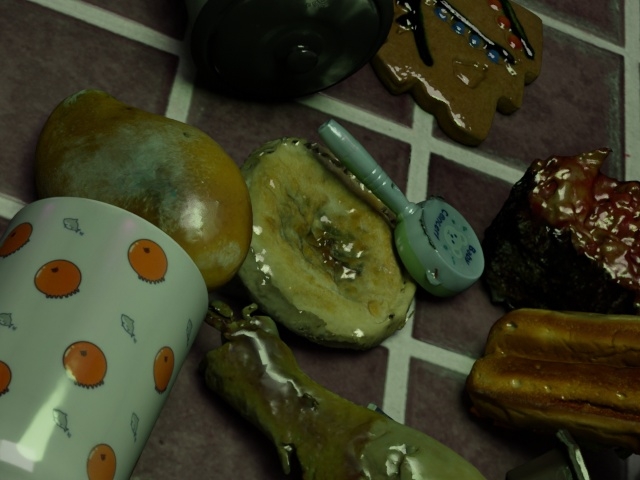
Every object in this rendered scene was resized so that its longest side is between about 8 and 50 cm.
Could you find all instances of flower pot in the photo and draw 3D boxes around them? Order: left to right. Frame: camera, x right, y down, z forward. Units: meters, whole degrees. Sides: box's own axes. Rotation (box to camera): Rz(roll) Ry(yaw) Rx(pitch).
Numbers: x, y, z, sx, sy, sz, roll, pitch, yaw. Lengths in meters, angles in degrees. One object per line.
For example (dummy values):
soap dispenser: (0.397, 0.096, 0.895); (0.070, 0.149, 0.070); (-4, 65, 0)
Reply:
flower pot: (0.249, 0.333, 1.573); (0.084, 0.179, 0.251); (-13, 62, -3)

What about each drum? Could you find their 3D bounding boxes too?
drum: (0.100, -0.048, 1.777); (0.253, 0.049, 0.130); (55, 32, -1)

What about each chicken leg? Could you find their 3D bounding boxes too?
chicken leg: (0.031, 0.221, 1.554); (0.429, 0.152, 0.201); (43, 36, 15)

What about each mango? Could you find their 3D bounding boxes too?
mango: (-0.195, -0.057, 1.598); (0.193, 0.146, 0.316); (-32, 55, -19)

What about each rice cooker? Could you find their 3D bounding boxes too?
rice cooker: (-0.045, -0.291, 1.795); (0.241, 0.280, 0.227); (-21, 57, 8)

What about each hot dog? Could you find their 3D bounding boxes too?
hot dog: (0.328, 0.161, 1.655); (0.117, 0.349, 0.158); (58, 46, -41)

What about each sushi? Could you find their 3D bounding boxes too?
sushi: (0.346, 0.056, 1.793); (0.343, 0.182, 0.196); (42, 56, 9)

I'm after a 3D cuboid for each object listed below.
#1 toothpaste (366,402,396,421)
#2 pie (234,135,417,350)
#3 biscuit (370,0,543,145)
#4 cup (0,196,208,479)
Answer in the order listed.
toothpaste: (0.103, 0.227, 1.651); (0.140, 0.021, 0.037); (35, 47, 2)
pie: (0.000, 0.000, 1.716); (0.274, 0.055, 0.274); (23, 47, -27)
biscuit: (0.189, -0.266, 2.025); (0.301, 0.043, 0.278); (-26, 73, -38)
cup: (-0.253, 0.144, 1.399); (0.212, 0.212, 0.317); (28, 50, -8)
